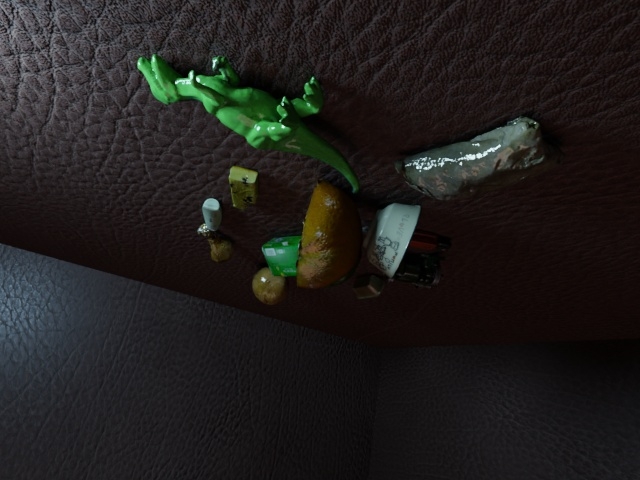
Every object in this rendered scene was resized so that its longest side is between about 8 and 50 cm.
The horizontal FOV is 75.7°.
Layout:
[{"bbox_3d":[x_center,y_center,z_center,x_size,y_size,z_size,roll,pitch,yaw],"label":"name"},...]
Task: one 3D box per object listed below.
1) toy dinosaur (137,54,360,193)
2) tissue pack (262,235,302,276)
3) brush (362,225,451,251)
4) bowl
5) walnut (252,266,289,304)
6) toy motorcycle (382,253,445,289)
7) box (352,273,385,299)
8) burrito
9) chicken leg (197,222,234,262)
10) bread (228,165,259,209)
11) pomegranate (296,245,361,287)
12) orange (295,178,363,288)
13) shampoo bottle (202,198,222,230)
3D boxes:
[{"bbox_3d":[-0.144,-0.236,0.976,0.374,0.144,0.500,5,153,27],"label":"toy dinosaur"},{"bbox_3d":[-0.099,0.053,1.673,0.208,0.156,0.148,-5,110,39],"label":"tissue pack"},{"bbox_3d":[0.303,-0.014,1.442,0.323,0.051,0.070,10,165,-8],"label":"brush"},{"bbox_3d":[0.210,-0.016,1.264,0.126,0.238,0.238,23,160,9],"label":"bowl"},{"bbox_3d":[-0.255,0.230,2.107,0.195,0.196,0.222,11,162,-1],"label":"walnut"},{"bbox_3d":[0.371,0.122,1.658,0.205,0.127,0.275,13,165,-3],"label":"toy motorcycle"},{"bbox_3d":[0.237,0.226,1.994,0.111,0.111,0.177,24,155,-30],"label":"box"},{"bbox_3d":[0.363,-0.170,0.960,0.347,0.107,0.175,-12,136,40],"label":"burrito"},{"bbox_3d":[-0.452,0.011,1.782,0.087,0.107,0.252,20,155,24],"label":"chicken leg"},{"bbox_3d":[-0.243,-0.159,1.323,0.087,0.049,0.226,11,159,-3],"label":"bread"},{"bbox_3d":[0.044,0.044,1.520,0.235,0.236,0.302,3,-172,17],"label":"pomegranate"},{"bbox_3d":[0.003,0.000,1.233,0.274,0.274,0.310,26,120,-34],"label":"orange"},{"bbox_3d":[-0.407,-0.095,1.554,0.072,0.049,0.212,9,159,-9],"label":"shampoo bottle"}]
